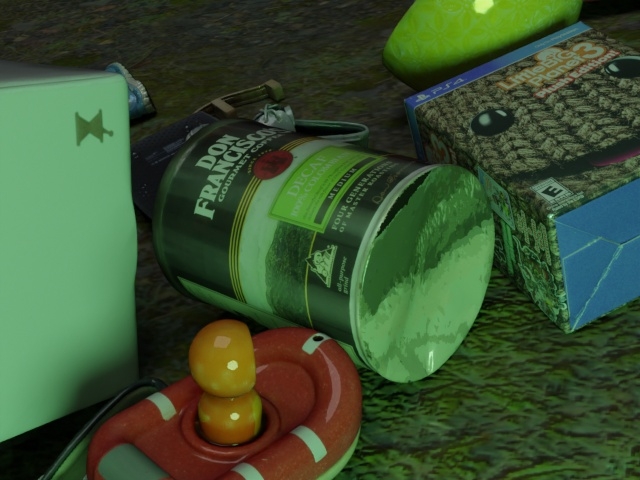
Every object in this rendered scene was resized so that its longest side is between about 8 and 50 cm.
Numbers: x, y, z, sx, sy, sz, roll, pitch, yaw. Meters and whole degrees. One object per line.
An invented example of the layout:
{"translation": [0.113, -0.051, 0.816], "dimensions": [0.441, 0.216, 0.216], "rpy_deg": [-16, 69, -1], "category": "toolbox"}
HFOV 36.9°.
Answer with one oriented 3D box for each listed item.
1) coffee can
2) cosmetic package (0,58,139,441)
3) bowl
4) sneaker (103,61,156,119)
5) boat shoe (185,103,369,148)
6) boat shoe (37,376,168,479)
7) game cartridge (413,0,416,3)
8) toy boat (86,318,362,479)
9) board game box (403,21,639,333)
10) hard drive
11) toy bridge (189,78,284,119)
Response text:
{"translation": [0.000, 0.000, 0.934], "dimensions": [0.275, 0.202, 0.201], "rpy_deg": [17, 47, 39], "category": "coffee can"}
{"translation": [-0.428, -0.007, 0.941], "dimensions": [0.393, 0.330, 0.327], "rpy_deg": [12, 19, 38], "category": "cosmetic package"}
{"translation": [0.235, -0.262, 1.205], "dimensions": [0.289, 0.289, 0.156], "rpy_deg": [-36, 81, -25], "category": "bowl"}
{"translation": [-0.327, -0.235, 1.533], "dimensions": [0.073, 0.063, 0.162], "rpy_deg": [-33, 37, -15], "category": "sneaker"}
{"translation": [-0.048, -0.127, 1.159], "dimensions": [0.227, 0.081, 0.079], "rpy_deg": [5, 26, -19], "category": "boat shoe"}
{"translation": [-0.216, 0.239, 0.794], "dimensions": [0.114, 0.091, 0.302], "rpy_deg": [6, 41, 31], "category": "boat shoe"}
{"translation": [0.300, -0.412, 1.506], "dimensions": [0.297, 0.062, 0.198], "rpy_deg": [-34, 42, -22], "category": "game cartridge"}
{"translation": [-0.069, 0.128, 0.751], "dimensions": [0.151, 0.151, 0.231], "rpy_deg": [28, 39, 36], "category": "toy boat"}
{"translation": [0.260, -0.079, 0.979], "dimensions": [0.232, 0.141, 0.291], "rpy_deg": [-25, 35, -10], "category": "board game box"}
{"translation": [-0.167, -0.080, 1.251], "dimensions": [0.172, 0.054, 0.254], "rpy_deg": [-30, 37, -16], "category": "hard drive"}
{"translation": [-0.142, -0.192, 1.421], "dimensions": [0.188, 0.026, 0.063], "rpy_deg": [-30, 35, -18], "category": "toy bridge"}
